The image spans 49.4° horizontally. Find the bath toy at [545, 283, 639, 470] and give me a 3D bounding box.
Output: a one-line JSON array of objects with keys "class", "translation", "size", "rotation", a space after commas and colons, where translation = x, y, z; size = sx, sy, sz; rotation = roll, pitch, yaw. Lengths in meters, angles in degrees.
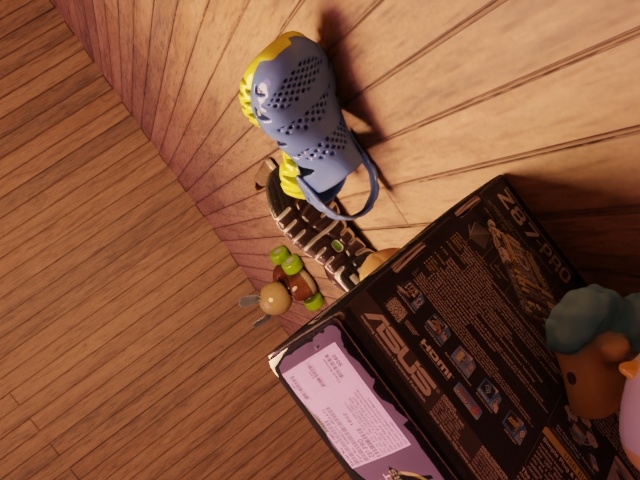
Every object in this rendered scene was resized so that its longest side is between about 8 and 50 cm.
[{"class": "bath toy", "translation": [0.277, 0.091, 0.365], "size": [0.129, 0.151, 0.348], "rotation": [47, 167, -17]}]

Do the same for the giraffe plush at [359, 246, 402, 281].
[{"class": "giraffe plush", "translation": [0.115, 0.076, 0.889], "size": [0.210, 0.181, 0.170], "rotation": [92, 155, -43]}]

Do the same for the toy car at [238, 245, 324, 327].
[{"class": "toy car", "translation": [-0.114, 0.137, 1.775], "size": [0.149, 0.188, 0.155], "rotation": [32, 155, 58]}]

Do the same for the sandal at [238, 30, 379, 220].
[{"class": "sandal", "translation": [0.003, -0.127, 0.867], "size": [0.138, 0.126, 0.317], "rotation": [42, 172, 28]}]

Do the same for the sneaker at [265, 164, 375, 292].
[{"class": "sneaker", "translation": [0.000, 0.000, 1.217], "size": [0.281, 0.106, 0.162], "rotation": [52, 170, 2]}]

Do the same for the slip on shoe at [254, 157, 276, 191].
[{"class": "slip on shoe", "translation": [-0.111, -0.128, 1.403], "size": [0.051, 0.041, 0.135], "rotation": [54, 167, -3]}]

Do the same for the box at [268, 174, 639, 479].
[{"class": "box", "translation": [0.183, 0.163, 0.561], "size": [0.395, 0.318, 0.097], "rotation": [53, 132, 2]}]
